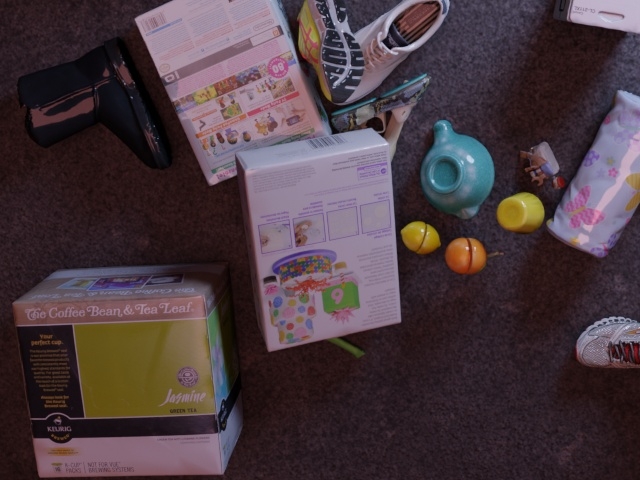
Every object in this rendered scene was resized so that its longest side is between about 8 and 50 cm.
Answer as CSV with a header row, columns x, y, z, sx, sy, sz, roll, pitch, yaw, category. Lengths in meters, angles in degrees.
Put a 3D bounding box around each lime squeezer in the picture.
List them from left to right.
x,y,z,sx,sy,sz,roll,pitch,yaw,category
-0.039,0.095,1.745,0.110,0.059,0.310,-25,99,12,lime squeezer

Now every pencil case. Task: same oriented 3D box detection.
x,y,z,sx,sy,sz,roll,pitch,yaw,category
0.473,-0.108,1.609,0.124,0.113,0.273,37,110,41,pencil case

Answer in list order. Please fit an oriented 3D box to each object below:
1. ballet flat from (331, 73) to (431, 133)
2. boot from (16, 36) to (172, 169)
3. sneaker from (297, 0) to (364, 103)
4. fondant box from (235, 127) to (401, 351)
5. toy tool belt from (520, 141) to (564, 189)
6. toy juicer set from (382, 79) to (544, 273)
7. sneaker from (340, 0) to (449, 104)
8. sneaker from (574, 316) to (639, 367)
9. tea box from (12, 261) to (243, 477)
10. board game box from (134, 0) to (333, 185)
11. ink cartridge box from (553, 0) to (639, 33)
x,y,z,sx,sy,sz,roll,pitch,yaw,category
0.109,-0.217,1.641,0.188,0.070,0.070,-19,101,29,ballet flat
-0.389,-0.201,1.690,0.207,0.094,0.246,-24,93,7,boot
0.008,-0.307,1.603,0.094,0.081,0.208,-36,55,49,sneaker
0.000,0.000,1.628,0.238,0.096,0.330,-11,114,-12,fondant box
0.372,-0.120,1.658,0.051,0.052,0.083,-21,99,42,toy tool belt
0.201,-0.085,1.666,0.329,0.089,0.209,49,114,20,toy juicer set
0.100,-0.320,1.611,0.094,0.091,0.258,45,105,-5,sneaker
0.548,0.178,1.682,0.225,0.093,0.088,-9,102,9,sneaker
-0.322,0.220,1.721,0.329,0.220,0.324,-2,104,6,tea box
-0.139,-0.274,1.647,0.224,0.097,0.303,-21,100,10,board game box
0.438,-0.365,1.520,0.127,0.175,0.072,11,105,3,ink cartridge box
